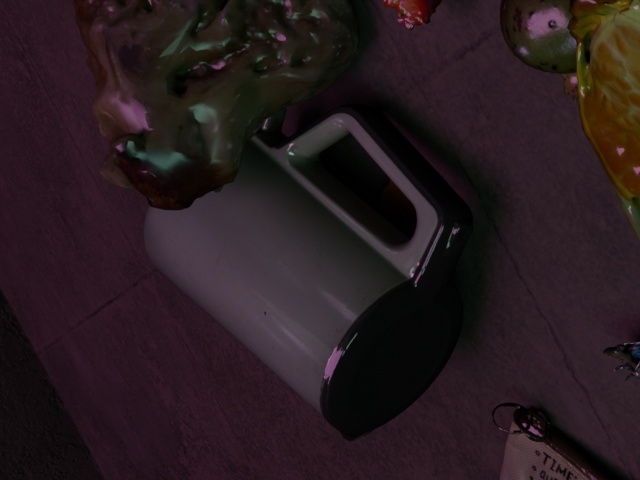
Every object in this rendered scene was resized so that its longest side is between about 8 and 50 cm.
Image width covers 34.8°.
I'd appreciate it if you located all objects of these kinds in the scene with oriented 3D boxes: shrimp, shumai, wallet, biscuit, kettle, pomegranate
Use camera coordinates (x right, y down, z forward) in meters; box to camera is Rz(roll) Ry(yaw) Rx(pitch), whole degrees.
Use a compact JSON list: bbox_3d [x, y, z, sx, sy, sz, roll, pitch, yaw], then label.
[{"bbox_3d":[0.368,0.126,1.016,0.174,0.076,0.082,21,171,41],"label":"shrimp"},{"bbox_3d":[-0.144,-0.202,1.169,0.346,0.283,0.217,18,149,1],"label":"shumai"},{"bbox_3d":[0.329,0.372,1.240,0.335,0.068,0.274,36,138,33],"label":"wallet"},{"bbox_3d":[0.117,-0.038,1.267,0.102,0.019,0.130,57,149,12],"label":"biscuit"},{"bbox_3d":[0.000,0.000,1.273,0.377,0.250,0.361,40,114,36],"label":"kettle"},{"bbox_3d":[0.216,-0.195,0.902,0.130,0.130,0.130,35,140,36],"label":"pomegranate"}]

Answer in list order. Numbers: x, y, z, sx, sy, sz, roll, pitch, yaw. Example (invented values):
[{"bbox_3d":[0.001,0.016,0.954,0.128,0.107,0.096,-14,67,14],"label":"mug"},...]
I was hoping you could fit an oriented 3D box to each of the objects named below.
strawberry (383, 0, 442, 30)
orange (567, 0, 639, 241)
[{"bbox_3d":[0.089,-0.339,1.010,0.174,0.098,0.228,-19,111,42],"label":"strawberry"},{"bbox_3d":[0.335,-0.100,0.744,0.334,0.196,0.262,-37,68,54],"label":"orange"}]
